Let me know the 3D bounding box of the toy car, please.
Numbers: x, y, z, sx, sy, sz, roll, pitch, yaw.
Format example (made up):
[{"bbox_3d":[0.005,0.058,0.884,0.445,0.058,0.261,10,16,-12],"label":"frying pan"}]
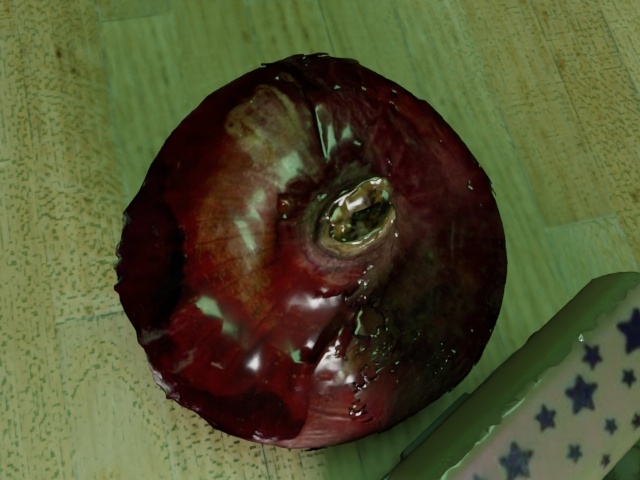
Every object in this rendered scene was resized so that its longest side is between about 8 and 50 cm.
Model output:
[{"bbox_3d":[0.192,0.208,0.434,0.242,0.226,0.336,-38,74,-19],"label":"toy car"}]

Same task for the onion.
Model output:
[{"bbox_3d":[0.000,0.000,0.507,0.252,0.219,0.252,2,76,-7],"label":"onion"}]
